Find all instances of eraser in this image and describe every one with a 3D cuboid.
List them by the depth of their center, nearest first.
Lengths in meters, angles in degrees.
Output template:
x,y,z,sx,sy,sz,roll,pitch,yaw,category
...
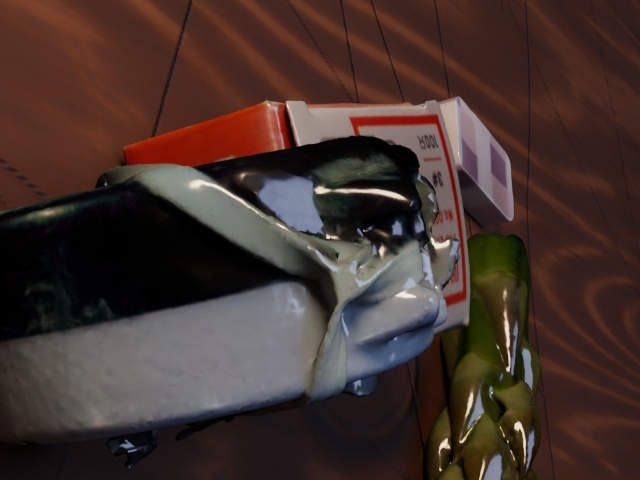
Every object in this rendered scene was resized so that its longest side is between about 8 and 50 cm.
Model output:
x,y,z,sx,sy,sz,roll,pitch,yaw,category
0.115,-0.058,1.022,0.105,0.026,0.065,39,46,-51,eraser

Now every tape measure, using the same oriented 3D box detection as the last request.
x,y,z,sx,sy,sz,roll,pitch,yaw,category
-0.042,0.019,0.501,0.182,0.181,0.107,-27,104,-81,tape measure

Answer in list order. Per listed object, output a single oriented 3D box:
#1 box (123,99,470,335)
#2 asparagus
x,y,z,sx,sy,sz,roll,pitch,yaw,category
0.000,0.000,0.682,0.182,0.099,0.133,-8,85,-63,box
0.106,0.121,0.861,0.080,0.080,0.287,53,31,-38,asparagus
